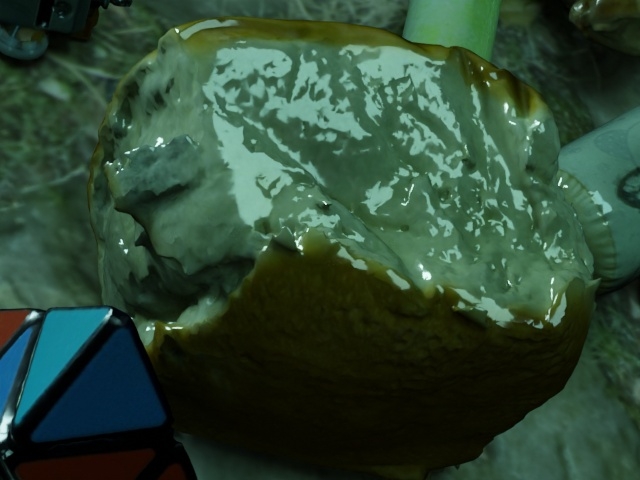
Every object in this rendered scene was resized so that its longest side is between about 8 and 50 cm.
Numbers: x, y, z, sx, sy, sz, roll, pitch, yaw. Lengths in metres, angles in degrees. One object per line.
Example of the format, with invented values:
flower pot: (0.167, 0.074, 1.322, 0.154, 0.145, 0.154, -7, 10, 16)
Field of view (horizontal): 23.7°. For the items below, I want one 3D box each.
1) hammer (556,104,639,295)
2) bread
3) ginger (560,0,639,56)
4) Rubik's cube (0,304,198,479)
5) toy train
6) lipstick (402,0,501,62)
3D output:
hammer: (0.285, 0.043, 1.098, 0.202, 0.113, 0.305, -28, 75, -31)
bread: (0.000, 0.000, 0.918, 0.279, 0.250, 0.225, 9, 57, -13)
ginger: (0.295, -0.283, 1.291, 0.256, 0.176, 0.375, 23, 52, 17)
Rubik's cube: (-0.100, 0.149, 0.830, 0.234, 0.250, 0.284, 38, 34, -23)
toy train: (-0.240, -0.203, 1.073, 0.219, 0.089, 0.127, 8, 44, -15)
lipstick: (0.102, -0.172, 1.189, 0.076, 0.076, 0.304, 20, 51, -7)
